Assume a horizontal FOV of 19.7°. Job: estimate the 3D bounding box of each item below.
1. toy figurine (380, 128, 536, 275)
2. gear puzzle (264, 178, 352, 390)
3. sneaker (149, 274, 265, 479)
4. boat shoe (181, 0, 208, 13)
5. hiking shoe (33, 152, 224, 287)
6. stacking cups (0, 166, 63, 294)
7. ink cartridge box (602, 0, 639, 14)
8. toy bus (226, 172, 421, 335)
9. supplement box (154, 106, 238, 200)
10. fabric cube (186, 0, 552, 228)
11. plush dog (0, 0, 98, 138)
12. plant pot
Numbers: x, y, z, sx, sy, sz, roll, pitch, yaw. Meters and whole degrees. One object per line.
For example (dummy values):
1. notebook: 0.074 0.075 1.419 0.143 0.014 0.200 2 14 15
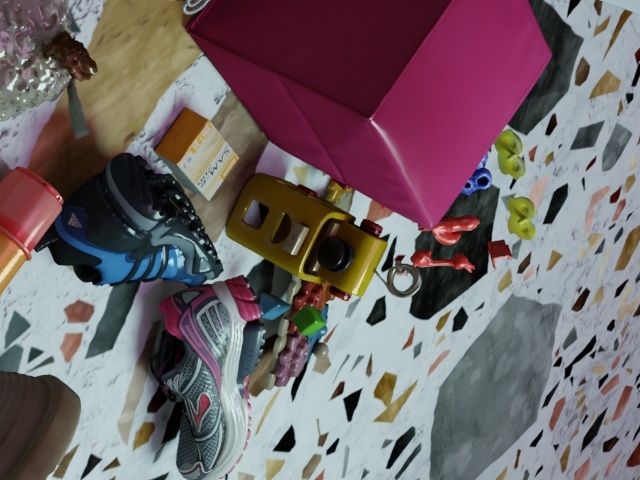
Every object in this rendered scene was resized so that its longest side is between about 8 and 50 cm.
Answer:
1. toy figurine: 0.144 -0.159 2.344 0.217 0.191 0.362 -99 174 -60
2. gear puzzle: 0.012 0.023 2.316 0.175 0.044 0.339 -44 152 -61
3. sneaker: -0.147 0.165 2.178 0.112 0.121 0.299 -9 129 -22
4. boat shoe: -0.136 -0.275 1.793 0.254 0.079 0.095 10 106 -62
5. hiking shoe: -0.201 -0.006 1.946 0.132 0.113 0.304 -30 159 5
6. stacking cups: -0.361 0.065 1.729 0.316 0.096 0.096 -57 153 -15
7. ink cartridge box: 0.401 -0.408 2.116 0.307 0.072 0.303 0 116 -63
8. toy bus: -0.012 0.000 2.155 0.202 0.191 0.104 -22 164 24
9. supplement box: -0.134 -0.094 2.014 0.062 0.036 0.098 -56 153 -9
10. fabric cube: 0.058 -0.214 1.992 0.254 0.259 0.258 -55 150 -10
11. plush dog: -0.320 -0.162 1.504 0.225 0.210 0.262 -15 131 -21
12. plant pot: -0.352 0.207 1.793 0.110 0.237 0.237 43 73 -19
